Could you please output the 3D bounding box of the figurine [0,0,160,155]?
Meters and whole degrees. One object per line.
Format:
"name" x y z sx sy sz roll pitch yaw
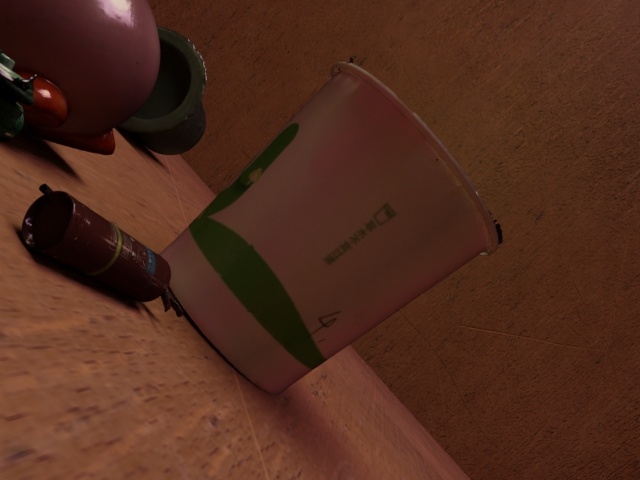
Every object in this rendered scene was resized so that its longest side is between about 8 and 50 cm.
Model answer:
"figurine" -0.224 -0.176 0.516 0.173 0.173 0.173 48 -2 2

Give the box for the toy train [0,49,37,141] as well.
"toy train" -0.210 -0.097 0.268 0.111 0.071 0.170 40 -4 10

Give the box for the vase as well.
"vase" -0.363 -0.319 1.358 0.245 0.245 0.291 48 -7 4

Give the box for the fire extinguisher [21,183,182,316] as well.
"fire extinguisher" -0.136 0.013 0.388 0.056 0.039 0.132 57 2 28

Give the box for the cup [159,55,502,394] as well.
"cup" 0.000 0.000 0.602 0.253 0.274 0.253 49 -1 1
